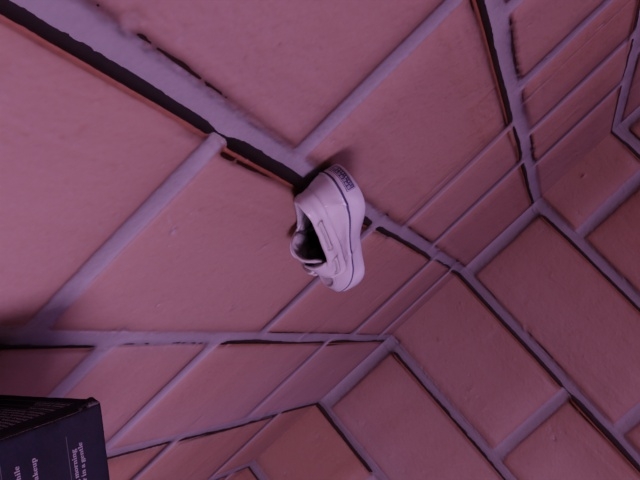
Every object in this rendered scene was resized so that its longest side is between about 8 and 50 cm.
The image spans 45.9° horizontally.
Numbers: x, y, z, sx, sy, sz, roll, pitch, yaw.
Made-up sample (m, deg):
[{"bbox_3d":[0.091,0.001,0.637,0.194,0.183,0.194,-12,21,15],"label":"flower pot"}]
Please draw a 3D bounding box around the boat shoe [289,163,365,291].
[{"bbox_3d":[0.000,0.000,0.973,0.084,0.095,0.258,-32,150,-16],"label":"boat shoe"}]

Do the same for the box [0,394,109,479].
[{"bbox_3d":[-0.326,0.325,0.584,0.179,0.343,0.312,-5,-178,30],"label":"box"}]
